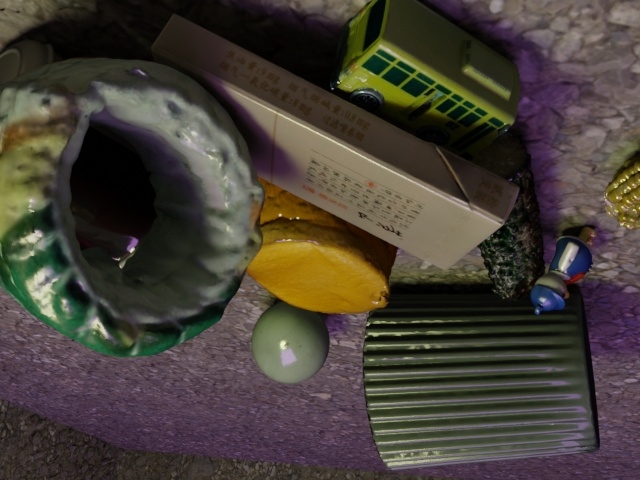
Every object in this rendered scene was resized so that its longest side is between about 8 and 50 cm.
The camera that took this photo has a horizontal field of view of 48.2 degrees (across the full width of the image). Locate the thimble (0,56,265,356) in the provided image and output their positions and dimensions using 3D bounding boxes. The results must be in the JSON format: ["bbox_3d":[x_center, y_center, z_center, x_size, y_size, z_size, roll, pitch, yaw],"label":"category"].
[{"bbox_3d":[-0.194,-0.038,0.679,0.167,0.254,0.288,12,146,46],"label":"thimble"}]

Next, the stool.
[{"bbox_3d":[0.269,0.223,1.171,0.330,0.297,0.297,-7,149,21],"label":"stool"}]

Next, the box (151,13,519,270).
[{"bbox_3d":[0.005,-0.088,0.754,0.365,0.051,0.204,27,164,2],"label":"box"}]

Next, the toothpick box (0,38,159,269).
[{"bbox_3d":[-0.271,-0.075,0.868,0.229,0.229,0.316,-14,146,39],"label":"toothpick box"}]

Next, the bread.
[{"bbox_3d":[0.000,0.000,0.970,0.195,0.143,0.269,-8,150,27],"label":"bread"}]

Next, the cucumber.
[{"bbox_3d":[0.241,-0.004,0.934,0.096,0.096,0.359,-1,150,21],"label":"cucumber"}]

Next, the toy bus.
[{"bbox_3d":[0.107,-0.156,0.689,0.175,0.088,0.101,24,148,-23],"label":"toy bus"}]

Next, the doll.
[{"bbox_3d":[0.322,0.043,0.955,0.057,0.143,0.099,30,157,24],"label":"doll"}]

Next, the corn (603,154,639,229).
[{"bbox_3d":[0.420,-0.087,0.725,0.086,0.087,0.288,25,148,-28],"label":"corn"}]

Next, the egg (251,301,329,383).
[{"bbox_3d":[-0.057,0.192,1.357,0.149,0.149,0.192,10,147,0],"label":"egg"}]
